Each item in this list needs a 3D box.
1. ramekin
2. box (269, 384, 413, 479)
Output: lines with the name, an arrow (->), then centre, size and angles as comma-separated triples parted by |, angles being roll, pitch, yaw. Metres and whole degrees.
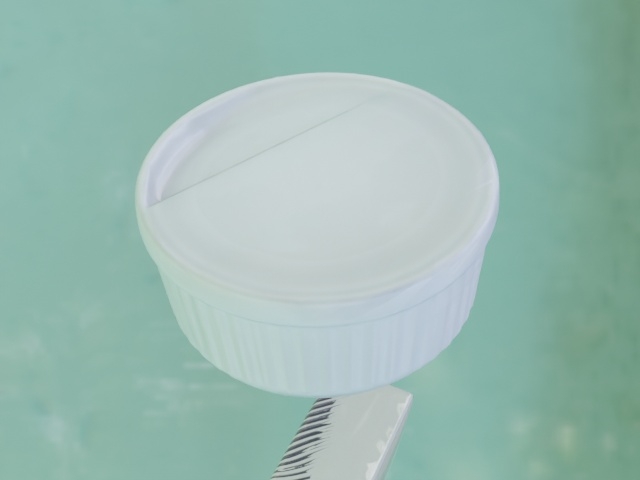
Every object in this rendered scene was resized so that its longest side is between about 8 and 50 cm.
ramekin -> 0.000, 0.000, 1.398 | 0.273, 0.273, 0.127 | -71, 163, -46
box -> 0.008, 0.239, 1.813 | 0.275, 0.094, 0.113 | -56, 165, -64
